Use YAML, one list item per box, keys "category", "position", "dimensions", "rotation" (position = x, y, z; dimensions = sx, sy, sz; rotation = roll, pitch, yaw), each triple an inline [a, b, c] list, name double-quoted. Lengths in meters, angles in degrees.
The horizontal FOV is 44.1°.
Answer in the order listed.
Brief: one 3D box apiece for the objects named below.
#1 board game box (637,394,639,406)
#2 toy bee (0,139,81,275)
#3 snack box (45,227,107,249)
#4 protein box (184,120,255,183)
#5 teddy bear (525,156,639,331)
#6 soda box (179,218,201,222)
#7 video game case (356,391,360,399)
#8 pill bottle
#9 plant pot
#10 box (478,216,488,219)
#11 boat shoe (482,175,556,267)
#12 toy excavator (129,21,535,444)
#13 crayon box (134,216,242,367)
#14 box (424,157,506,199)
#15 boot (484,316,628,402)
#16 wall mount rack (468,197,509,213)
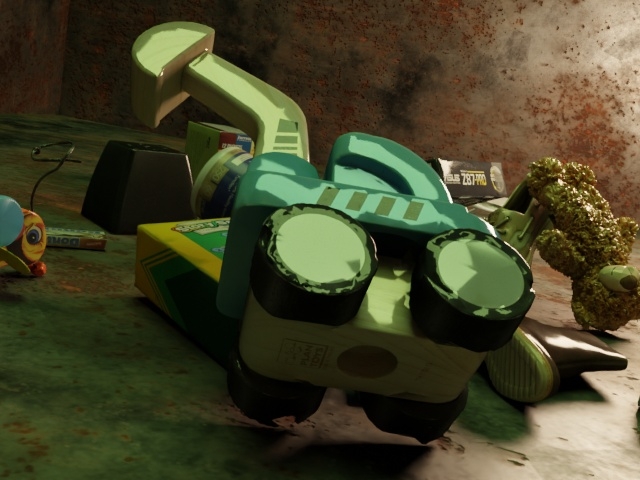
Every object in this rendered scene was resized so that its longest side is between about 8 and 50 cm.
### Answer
- category: "board game box"
  position: [0.594, 0.200, 1.023]
  dimensions: [0.303, 0.097, 0.224]
  rotation: [16, 13, 29]
- category: "toy bee"
  position: [-0.443, 0.001, 1.097]
  dimensions: [0.298, 0.162, 0.195]
  rotation: [-25, 36, -26]
- category: "snack box"
  position: [-0.464, -0.006, 1.368]
  dimensions: [0.178, 0.022, 0.064]
  rotation: [5, 10, -22]
- category: "protein box"
  position: [-0.254, -0.191, 2.041]
  dimensions: [0.136, 0.199, 0.201]
  rotation: [2, 13, -33]
- category: "teddy bear"
  position: [0.484, -0.009, 1.416]
  dimensions: [0.245, 0.338, 0.113]
  rotation: [25, -41, -28]
- category: "soda box"
  position: [-0.208, -0.014, 1.545]
  dimensions: [0.060, 0.053, 0.169]
  rotation: [15, 13, 23]
- category: "video game case"
  position: [0.098, 0.166, 0.975]
  dimensions: [0.119, 0.015, 0.166]
  rotation: [9, 10, -5]
- category: "pill bottle"
  position: [-0.092, -0.047, 1.438]
  dimensions: [0.265, 0.153, 0.153]
  rotation: [32, 17, 17]
- category: "plant pot"
  position: [-0.362, -0.111, 1.624]
  dimensions: [0.188, 0.167, 0.187]
  rotation: [3, 13, -37]
- category: "box"
  position: [0.330, 0.016, 1.687]
  dimensions: [0.181, 0.119, 0.182]
  rotation: [12, 11, 10]
- category: "boat shoe"
  position: [0.338, -0.005, 1.476]
  dimensions: [0.122, 0.110, 0.341]
  rotation: [-12, 24, 48]
- category: "toy excavator"
  position: [-0.021, -0.046, 0.862]
  dimensions: [0.433, 0.222, 0.445]
  rotation: [10, 45, -7]
- category: "crayon box"
  position: [-0.031, 0.051, 1.107]
  dimensions: [0.363, 0.106, 0.313]
  rotation: [-6, 19, -34]
- category: "box"
  position: [0.181, -0.096, 1.812]
  dimensions: [0.395, 0.097, 0.318]
  rotation: [-14, -8, 37]
- category: "boot"
  position: [0.316, 0.150, 1.043]
  dimensions: [0.207, 0.090, 0.248]
  rotation: [5, 8, -11]
- category: "wall mount rack"
  position: [0.458, -0.058, 2.200]
  dimensions: [0.304, 0.130, 0.350]
  rotation: [21, 15, 32]
